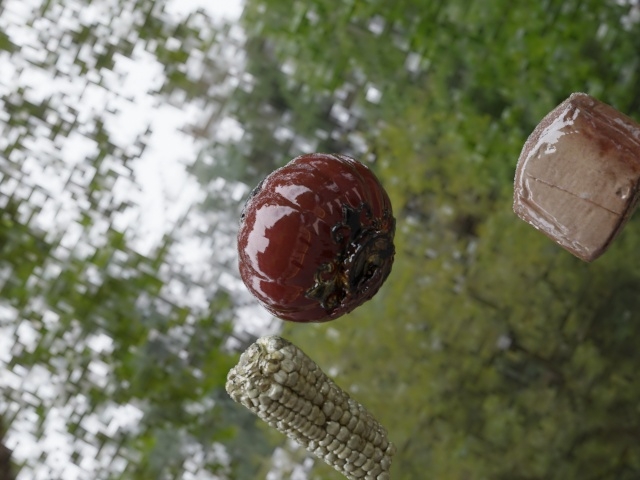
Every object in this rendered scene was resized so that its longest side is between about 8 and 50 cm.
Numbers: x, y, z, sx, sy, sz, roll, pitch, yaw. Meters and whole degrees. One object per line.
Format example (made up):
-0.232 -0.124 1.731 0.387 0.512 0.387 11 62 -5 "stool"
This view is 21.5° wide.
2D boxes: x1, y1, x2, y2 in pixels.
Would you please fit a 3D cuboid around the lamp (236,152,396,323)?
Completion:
0.000 0.000 2.152 0.227 0.227 0.227 -53 -21 -30 "lamp"

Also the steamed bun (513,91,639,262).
0.298 -0.077 1.903 0.106 0.145 0.175 -41 -19 -50 "steamed bun"

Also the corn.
-0.001 0.178 1.758 0.087 0.211 0.087 -43 24 24 "corn"
